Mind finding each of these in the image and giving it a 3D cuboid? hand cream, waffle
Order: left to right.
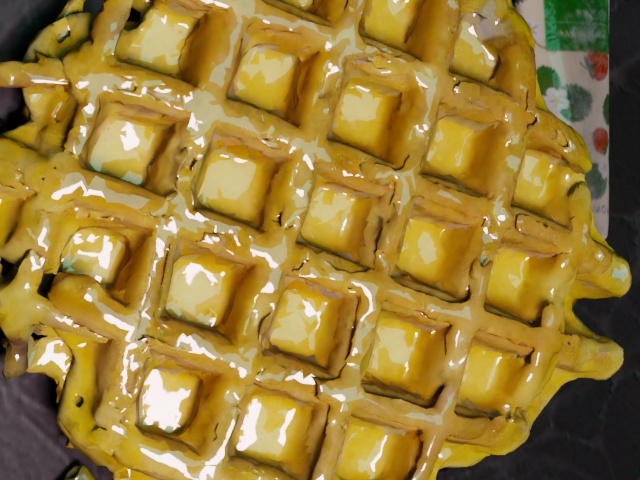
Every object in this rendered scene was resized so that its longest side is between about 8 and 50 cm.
[{"bbox_3d":[0.000,0.000,0.787,0.379,0.095,0.382,-35,106,-19],"label":"waffle"},{"bbox_3d":[0.163,-0.109,0.927,0.095,0.059,0.276,-3,93,-30],"label":"hand cream"}]

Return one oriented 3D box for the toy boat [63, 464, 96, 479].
[{"bbox_3d":[-0.124,0.186,0.781,0.063,0.016,0.115,-48,119,-21],"label":"toy boat"}]
